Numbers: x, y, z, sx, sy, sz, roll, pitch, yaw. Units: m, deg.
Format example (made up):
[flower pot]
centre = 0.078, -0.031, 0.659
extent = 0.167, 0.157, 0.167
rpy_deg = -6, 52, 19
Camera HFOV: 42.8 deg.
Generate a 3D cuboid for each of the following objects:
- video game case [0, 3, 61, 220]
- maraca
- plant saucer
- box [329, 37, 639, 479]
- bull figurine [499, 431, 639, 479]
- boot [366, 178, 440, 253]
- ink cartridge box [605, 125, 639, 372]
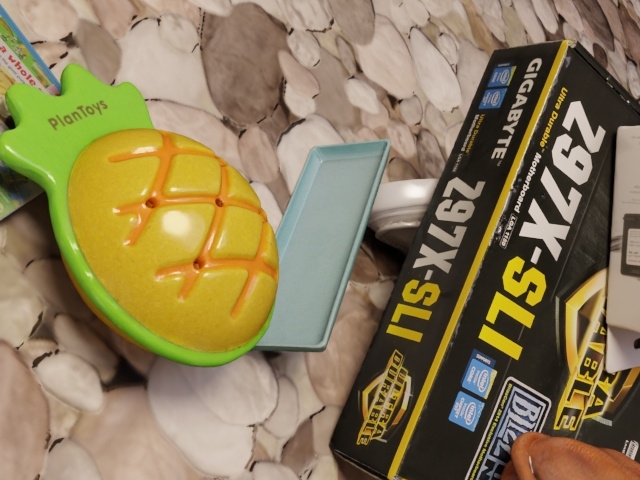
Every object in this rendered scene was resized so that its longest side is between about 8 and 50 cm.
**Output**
[video game case]
centre = -0.200, -0.058, 0.413
extent = 0.119, 0.015, 0.166
rpy_deg = 55, 42, -12
[maraca]
centre = -0.093, -0.015, 0.443
extent = 0.186, 0.099, 0.127
rpy_deg = 52, 35, -4
[plant saucer]
centre = 0.000, 0.000, 0.565
extent = 0.192, 0.067, 0.018
rpy_deg = -69, 146, -40
[box]
centre = 0.176, 0.055, 0.616
extent = 0.257, 0.079, 0.322
rpy_deg = 31, 78, -32
[bull figurine]
centre = 0.244, 0.226, 0.556
extent = 0.310, 0.101, 0.188
rpy_deg = 21, 41, -28
[boot]
centre = 0.137, 0.029, 0.674
extent = 0.258, 0.095, 0.124
rpy_deg = 10, 73, -37
[ink cartridge box]
centre = 0.264, 0.008, 0.588
extent = 0.104, 0.060, 0.180
rpy_deg = -5, 99, -35
